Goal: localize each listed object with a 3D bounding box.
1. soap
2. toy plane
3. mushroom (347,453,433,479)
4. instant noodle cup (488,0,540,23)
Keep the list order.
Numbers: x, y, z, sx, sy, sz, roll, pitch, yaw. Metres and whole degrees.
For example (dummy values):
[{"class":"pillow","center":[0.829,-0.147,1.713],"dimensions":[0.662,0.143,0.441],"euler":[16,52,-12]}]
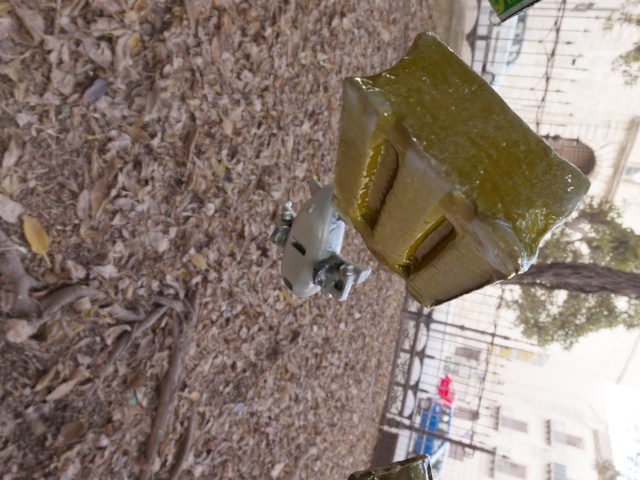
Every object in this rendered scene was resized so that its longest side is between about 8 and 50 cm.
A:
[{"class":"soap","center":[0.106,-0.039,0.491],"dimensions":[0.091,0.199,0.315],"euler":[-41,169,-11]},{"class":"toy plane","center":[-0.004,0.001,0.969],"dimensions":[0.123,0.267,0.266],"euler":[-5,107,-44]},{"class":"mushroom","center":[0.075,0.406,0.512],"dimensions":[0.212,0.218,0.291],"euler":[28,36,-57]},{"class":"instant noodle cup","center":[0.277,-0.454,0.682],"dimensions":[0.232,0.207,0.207],"euler":[60,31,-12]}]
